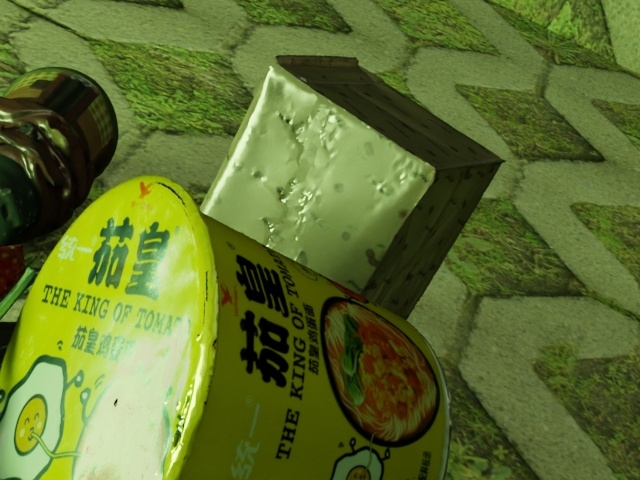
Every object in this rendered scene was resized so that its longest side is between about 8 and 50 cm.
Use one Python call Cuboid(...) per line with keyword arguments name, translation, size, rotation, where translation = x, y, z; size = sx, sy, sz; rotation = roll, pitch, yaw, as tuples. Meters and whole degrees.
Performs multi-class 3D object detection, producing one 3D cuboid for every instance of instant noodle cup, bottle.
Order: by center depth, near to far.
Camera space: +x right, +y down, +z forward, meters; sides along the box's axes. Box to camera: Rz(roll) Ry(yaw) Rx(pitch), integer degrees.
Cuboid(name="instant noodle cup", translation=(-0.073, 0.140, 1.251), size=(0.254, 0.325, 0.325), rotation=(21, 25, -33))
Cuboid(name="bottle", translation=(-0.301, -0.076, 1.607), size=(0.156, 0.143, 0.271), rotation=(-9, 22, 15))

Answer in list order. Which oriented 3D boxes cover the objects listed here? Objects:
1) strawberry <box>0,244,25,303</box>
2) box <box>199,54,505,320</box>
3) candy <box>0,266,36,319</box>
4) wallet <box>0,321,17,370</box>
Cuboid(name="strawberry", translation=(-0.353, 0.069, 1.312), size=(0.236, 0.107, 0.175), rotation=(-10, -3, -4))
Cuboid(name="box", translation=(0.000, 0.000, 1.526), size=(0.190, 0.297, 0.225), rotation=(33, 16, 16))
Cuboid(name="candy", translation=(-0.293, 0.113, 1.255), size=(0.077, 0.073, 0.262), rotation=(39, 51, -6))
Cuboid(name="wallet", translation=(-0.251, 0.118, 1.400), size=(0.245, 0.052, 0.168), rotation=(6, 29, -31))
